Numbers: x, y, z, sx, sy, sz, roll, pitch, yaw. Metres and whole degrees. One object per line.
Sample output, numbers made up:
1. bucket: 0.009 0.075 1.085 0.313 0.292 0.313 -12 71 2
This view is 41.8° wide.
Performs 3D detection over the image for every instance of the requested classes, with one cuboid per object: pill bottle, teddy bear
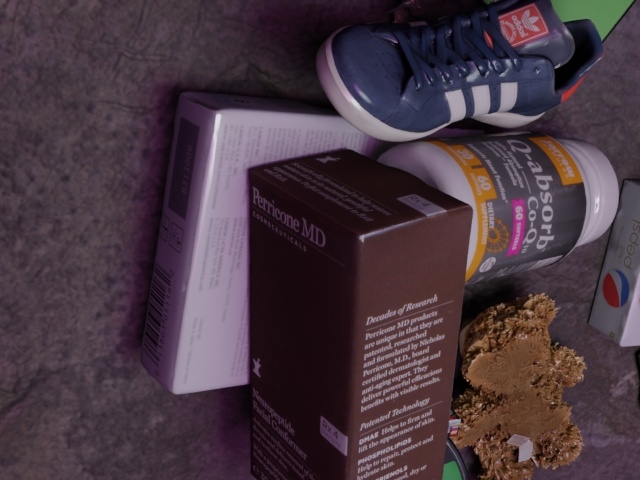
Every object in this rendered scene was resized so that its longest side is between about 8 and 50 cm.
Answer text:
1. pill bottle: 0.195 -0.040 0.932 0.278 0.162 0.162 -11 115 -36
2. teddy bear: 0.254 0.212 1.126 0.245 0.113 0.338 -38 127 5

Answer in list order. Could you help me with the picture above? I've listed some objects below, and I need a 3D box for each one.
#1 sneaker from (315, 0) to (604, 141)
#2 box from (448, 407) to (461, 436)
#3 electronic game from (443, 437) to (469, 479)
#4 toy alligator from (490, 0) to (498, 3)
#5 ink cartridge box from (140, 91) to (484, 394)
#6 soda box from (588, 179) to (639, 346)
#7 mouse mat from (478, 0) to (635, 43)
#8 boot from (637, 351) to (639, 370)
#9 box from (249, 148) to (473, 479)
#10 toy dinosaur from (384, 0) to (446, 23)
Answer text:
1. sneaker: 0.153 -0.187 0.831 0.350 0.148 0.131 -13 77 -42
2. box: 0.099 0.195 1.028 0.093 0.137 0.027 -3 115 -19
3. electronic game: 0.075 0.316 1.066 0.229 0.048 0.229 2 99 10
4. toy alligator: 0.172 -0.326 0.902 0.051 0.056 0.190 7 116 21
5. ink cartridge box: 0.000 0.000 0.966 0.385 0.091 0.308 -3 112 -38
6. soda box: 0.432 0.031 1.126 0.069 0.074 0.216 -1 110 -21
7. mouse mat: 0.280 -0.292 0.979 0.189 0.007 0.153 35 95 -30
8. boot: 0.522 0.193 1.250 0.106 0.037 0.114 -19 111 -16
9. box: 0.029 0.120 0.856 0.143 0.191 0.382 -13 118 -32
10. toy dinosaur: 0.116 -0.300 0.860 0.118 0.064 0.268 30 122 -27
